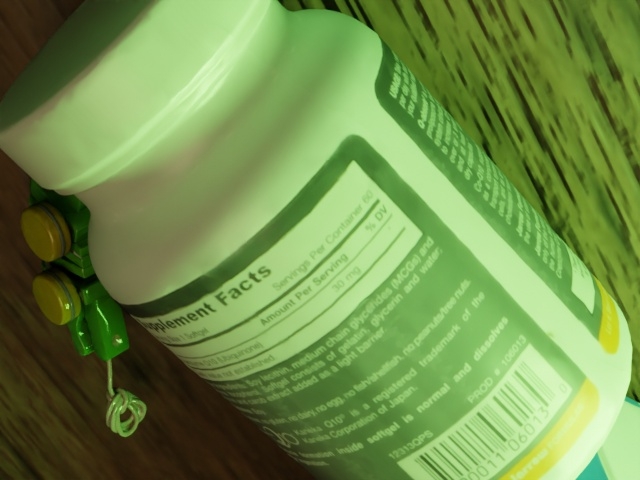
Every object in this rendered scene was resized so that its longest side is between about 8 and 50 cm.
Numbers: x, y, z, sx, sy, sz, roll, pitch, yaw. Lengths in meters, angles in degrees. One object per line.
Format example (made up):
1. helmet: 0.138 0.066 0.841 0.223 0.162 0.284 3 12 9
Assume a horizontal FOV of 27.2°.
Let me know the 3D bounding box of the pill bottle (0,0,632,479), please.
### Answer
1. pill bottle: 0.000 0.000 0.592 0.162 0.162 0.278 -34 114 25

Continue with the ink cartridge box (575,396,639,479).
1. ink cartridge box: 0.101 0.161 0.711 0.190 0.082 0.139 -33 143 26

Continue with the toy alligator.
1. toy alligator: -0.124 0.020 0.686 0.051 0.056 0.190 30 136 37
